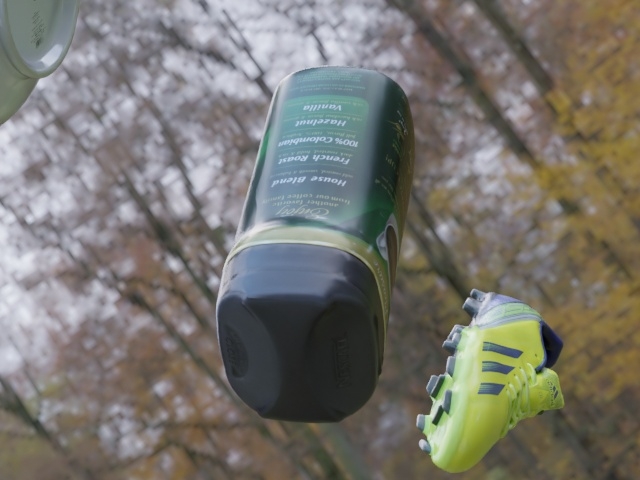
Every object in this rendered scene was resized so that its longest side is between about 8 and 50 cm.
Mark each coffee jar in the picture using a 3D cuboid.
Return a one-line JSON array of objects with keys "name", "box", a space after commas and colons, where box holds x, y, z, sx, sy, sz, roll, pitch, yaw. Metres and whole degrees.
[{"name": "coffee jar", "box": [0.000, 0.000, 0.850, 0.079, 0.184, 0.096, 2, -50, 9]}]

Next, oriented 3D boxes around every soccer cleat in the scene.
[{"name": "soccer cleat", "box": [0.162, 0.127, 1.508, 0.093, 0.121, 0.289, -65, -3, 23]}]

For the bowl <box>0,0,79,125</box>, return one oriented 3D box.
[{"name": "bowl", "box": [-0.283, -0.205, 1.373, 0.134, 0.297, 0.298, 5, -7, 17]}]
